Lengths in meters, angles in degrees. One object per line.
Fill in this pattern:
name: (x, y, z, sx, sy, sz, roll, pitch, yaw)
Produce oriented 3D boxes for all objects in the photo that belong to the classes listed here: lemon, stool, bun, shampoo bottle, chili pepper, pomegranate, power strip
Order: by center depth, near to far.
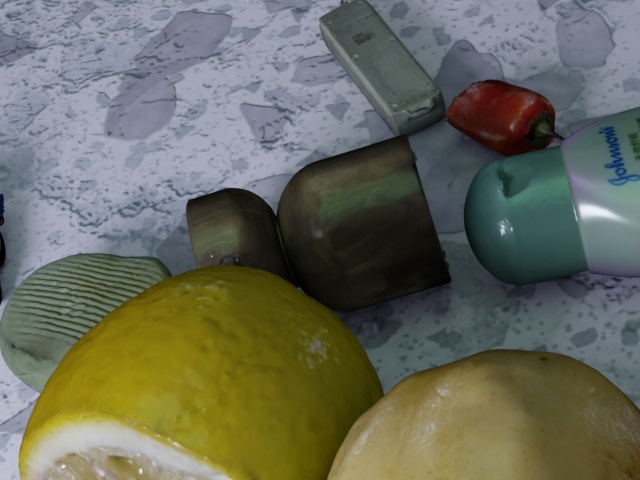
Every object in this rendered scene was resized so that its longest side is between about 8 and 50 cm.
pomegranate: (0.161, 0.261, 1.351, 0.332, 0.333, 0.333, -10, 46, 11)
lemon: (-0.093, 0.182, 1.548, 0.364, 0.364, 0.364, -10, 46, 11)
shampoo bottle: (0.330, -0.048, 1.731, 0.349, 0.151, 0.222, -13, 48, 9)
stool: (0.000, 0.000, 1.784, 0.264, 0.179, 0.179, -17, 45, 3)
bun: (-0.259, 0.107, 1.830, 0.221, 0.108, 0.221, -10, 38, 8)
chili pepper: (0.240, -0.140, 1.897, 0.192, 0.084, 0.086, 32, 98, 41)
power strip: (0.080, -0.226, 2.055, 0.078, 0.052, 0.272, -27, 46, -6)

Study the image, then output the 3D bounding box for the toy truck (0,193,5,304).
toy truck: (-0.470, 0.000, 1.989, 0.113, 0.126, 0.208, -14, 43, 7)
